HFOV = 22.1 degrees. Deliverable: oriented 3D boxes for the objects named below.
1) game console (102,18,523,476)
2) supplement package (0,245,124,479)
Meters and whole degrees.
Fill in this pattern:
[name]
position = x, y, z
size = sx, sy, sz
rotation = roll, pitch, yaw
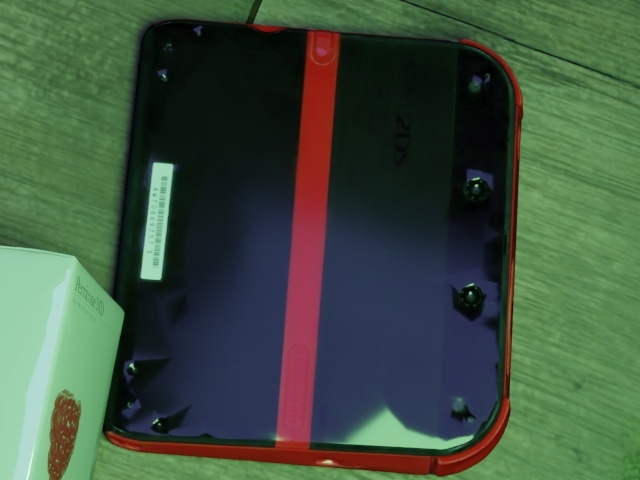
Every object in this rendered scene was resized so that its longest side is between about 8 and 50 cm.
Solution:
[game console]
position = 0.000, 0.000, 1.409
size = 0.342, 0.060, 0.386
rotation = 4, 74, 2
[supplement package]
position = -0.275, 0.161, 1.258
size = 0.175, 0.177, 0.293
rotation = 7, 75, 8
